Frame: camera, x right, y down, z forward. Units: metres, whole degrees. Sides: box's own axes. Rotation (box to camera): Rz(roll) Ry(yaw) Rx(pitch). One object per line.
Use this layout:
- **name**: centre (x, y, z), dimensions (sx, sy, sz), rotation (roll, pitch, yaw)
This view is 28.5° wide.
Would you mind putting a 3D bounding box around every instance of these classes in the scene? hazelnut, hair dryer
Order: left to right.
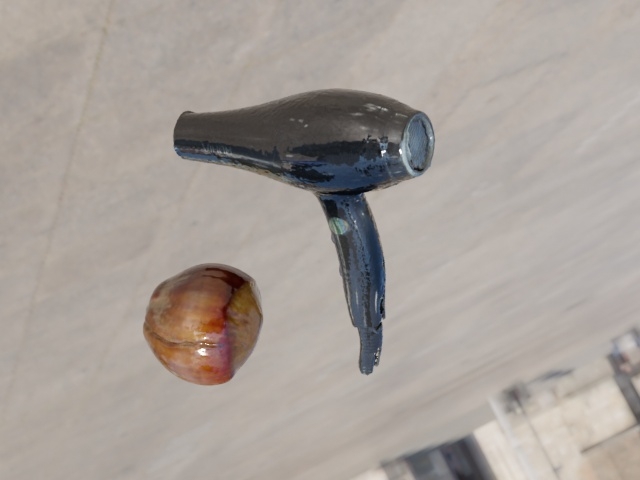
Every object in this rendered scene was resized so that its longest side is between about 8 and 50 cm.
- **hazelnut**: centre (-0.078, 0.053, 0.852), dimensions (0.086, 0.086, 0.086), rotation (-26, 169, -5)
- **hair dryer**: centre (0.000, 0.000, 0.882), dimensions (0.195, 0.219, 0.075), rotation (3, -152, 35)
